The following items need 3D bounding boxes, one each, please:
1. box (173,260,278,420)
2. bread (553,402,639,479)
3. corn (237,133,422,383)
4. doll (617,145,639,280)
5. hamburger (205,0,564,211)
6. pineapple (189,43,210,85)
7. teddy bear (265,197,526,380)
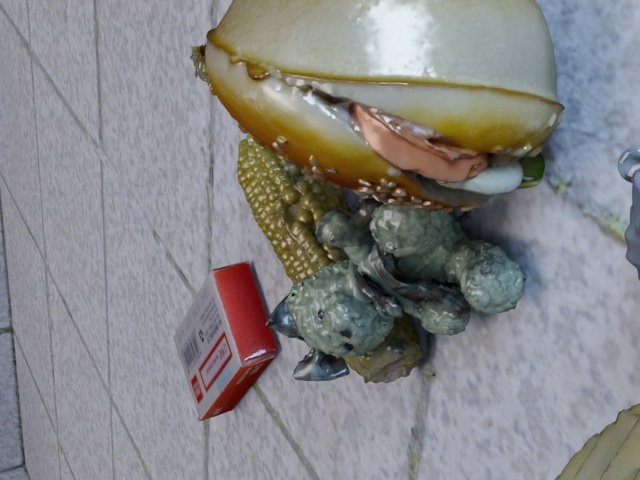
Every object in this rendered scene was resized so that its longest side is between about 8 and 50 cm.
[{"bbox_3d":[-0.116,0.123,1.319,0.123,0.050,0.229,68,154,19],"label":"box"},{"bbox_3d":[0.193,0.214,0.554,0.274,0.149,0.274,16,109,58],"label":"bread"},{"bbox_3d":[0.000,0.000,0.971,0.288,0.086,0.086,60,150,32],"label":"corn"},{"bbox_3d":[0.208,0.021,0.534,0.180,0.079,0.094,52,123,26],"label":"doll"},{"bbox_3d":[0.037,-0.102,0.687,0.237,0.236,0.147,30,111,60],"label":"hamburger"},{"bbox_3d":[-0.124,-0.198,1.240,0.083,0.019,0.045,26,120,58],"label":"pineapple"},{"bbox_3d":[0.051,0.021,0.822,0.133,0.111,0.213,44,137,-11],"label":"teddy bear"}]
